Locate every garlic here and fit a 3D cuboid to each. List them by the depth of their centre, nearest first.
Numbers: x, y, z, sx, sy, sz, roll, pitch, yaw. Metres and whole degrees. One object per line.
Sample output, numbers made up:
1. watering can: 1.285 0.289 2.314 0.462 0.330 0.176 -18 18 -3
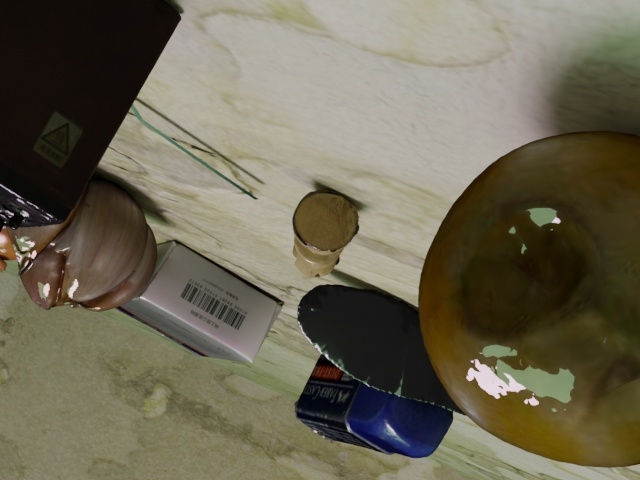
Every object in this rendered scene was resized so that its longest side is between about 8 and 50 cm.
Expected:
1. garlic: -0.297 -0.008 1.173 0.160 0.191 0.214 1 151 1

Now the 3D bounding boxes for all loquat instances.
1. loquat: 0.151 0.035 0.508 0.179 0.179 0.227 16 176 34

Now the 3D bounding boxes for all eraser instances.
1. eraser: 0.073 0.208 1.273 0.101 0.155 0.332 31 164 -14

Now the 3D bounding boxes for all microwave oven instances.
1. microwave oven: -0.254 -0.133 0.592 0.247 0.188 0.178 36 163 -35

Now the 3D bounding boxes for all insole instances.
1. insole: 0.134 0.145 1.085 0.348 0.119 0.009 22 -158 0

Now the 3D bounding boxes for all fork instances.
1. fork: -0.147 -0.104 0.844 0.235 0.021 0.039 32 168 -27

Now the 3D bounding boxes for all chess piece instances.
1. chess piece: 0.000 0.001 0.891 0.060 0.060 0.172 25 168 3

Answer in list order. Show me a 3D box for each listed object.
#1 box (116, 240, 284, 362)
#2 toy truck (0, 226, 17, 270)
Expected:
1. box: -0.214 0.101 1.485 0.200 0.106 0.299 33 163 -18
2. toy truck: -0.479 -0.059 1.254 0.239 0.189 0.265 20 167 -17
